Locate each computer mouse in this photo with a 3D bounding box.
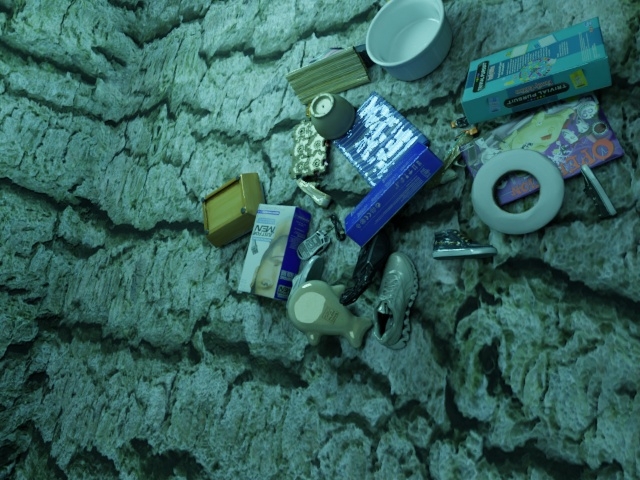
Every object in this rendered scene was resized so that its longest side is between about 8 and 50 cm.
[{"bbox_3d":[0.000,0.000,1.570,0.193,0.042,0.106,-37,62,15],"label":"computer mouse"},{"bbox_3d":[0.155,0.075,1.368,0.188,0.072,0.272,-51,13,54],"label":"computer mouse"}]

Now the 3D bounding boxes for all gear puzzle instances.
[{"bbox_3d":[-0.034,-0.393,1.718,0.176,0.044,0.338,-8,70,32],"label":"gear puzzle"}]

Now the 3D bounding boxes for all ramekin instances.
[{"bbox_3d":[0.305,-0.681,1.499,0.277,0.135,0.277,-12,68,33],"label":"ramekin"}]

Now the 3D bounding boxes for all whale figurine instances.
[{"bbox_3d":[0.029,0.244,1.433,0.272,0.141,0.216,25,77,15],"label":"whale figurine"}]

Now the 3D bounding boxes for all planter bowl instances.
[{"bbox_3d":[0.030,-0.463,1.605,0.162,0.109,0.162,-10,69,26],"label":"planter bowl"}]

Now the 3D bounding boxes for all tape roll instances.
[{"bbox_3d":[0.514,-0.125,1.159,0.219,0.072,0.219,2,94,29],"label":"tape roll"}]

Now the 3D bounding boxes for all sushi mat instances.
[{"bbox_3d":[0.025,-0.614,1.676,0.317,0.151,0.019,-8,47,34],"label":"sushi mat"}]

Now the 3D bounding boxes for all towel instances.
[{"bbox_3d":[0.193,-0.345,1.537,0.243,0.040,0.336,-45,55,15],"label":"towel"}]

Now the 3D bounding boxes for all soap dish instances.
[{"bbox_3d":[-0.362,-0.129,1.822,0.291,0.118,0.228,-26,62,29],"label":"soap dish"}]

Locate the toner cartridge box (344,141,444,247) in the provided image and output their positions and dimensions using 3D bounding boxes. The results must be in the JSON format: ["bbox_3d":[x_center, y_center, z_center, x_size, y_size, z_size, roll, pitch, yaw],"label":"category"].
[{"bbox_3d":[0.217,-0.145,1.379,0.348,0.075,0.165,-47,10,16],"label":"toner cartridge box"}]

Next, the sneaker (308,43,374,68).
[{"bbox_3d":[0.078,-0.699,1.685,0.319,0.112,0.131,-9,71,32],"label":"sneaker"}]

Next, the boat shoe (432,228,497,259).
[{"bbox_3d":[0.404,0.007,1.256,0.184,0.065,0.083,-4,75,36],"label":"boat shoe"}]

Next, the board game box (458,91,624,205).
[{"bbox_3d":[0.575,-0.239,1.189,0.347,0.056,0.208,-26,83,27],"label":"board game box"}]

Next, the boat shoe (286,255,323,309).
[{"bbox_3d":[-0.066,0.151,1.541,0.076,0.083,0.226,23,91,37],"label":"boat shoe"}]

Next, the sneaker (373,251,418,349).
[{"bbox_3d":[0.215,0.171,1.313,0.110,0.118,0.291,-4,72,37],"label":"sneaker"}]

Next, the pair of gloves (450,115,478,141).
[{"bbox_3d":[0.444,-0.347,1.373,0.074,0.010,0.083,-21,62,31],"label":"pair of gloves"}]

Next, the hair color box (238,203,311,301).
[{"bbox_3d":[-0.169,0.042,1.638,0.185,0.110,0.338,7,81,36],"label":"hair color box"}]

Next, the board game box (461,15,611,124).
[{"bbox_3d":[0.572,-0.454,1.199,0.336,0.079,0.253,-10,39,34],"label":"board game box"}]

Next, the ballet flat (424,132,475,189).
[{"bbox_3d":[0.397,-0.227,1.335,0.067,0.073,0.206,42,105,25],"label":"ballet flat"}]

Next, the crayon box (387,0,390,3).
[{"bbox_3d":[0.346,-0.969,1.592,0.166,0.081,0.278,2,77,37],"label":"crayon box"}]

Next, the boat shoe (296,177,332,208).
[{"bbox_3d":[-0.020,-0.184,1.631,0.170,0.063,0.059,44,100,27],"label":"boat shoe"}]

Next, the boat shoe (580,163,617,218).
[{"bbox_3d":[0.674,-0.120,1.093,0.040,0.049,0.142,-31,80,34],"label":"boat shoe"}]
